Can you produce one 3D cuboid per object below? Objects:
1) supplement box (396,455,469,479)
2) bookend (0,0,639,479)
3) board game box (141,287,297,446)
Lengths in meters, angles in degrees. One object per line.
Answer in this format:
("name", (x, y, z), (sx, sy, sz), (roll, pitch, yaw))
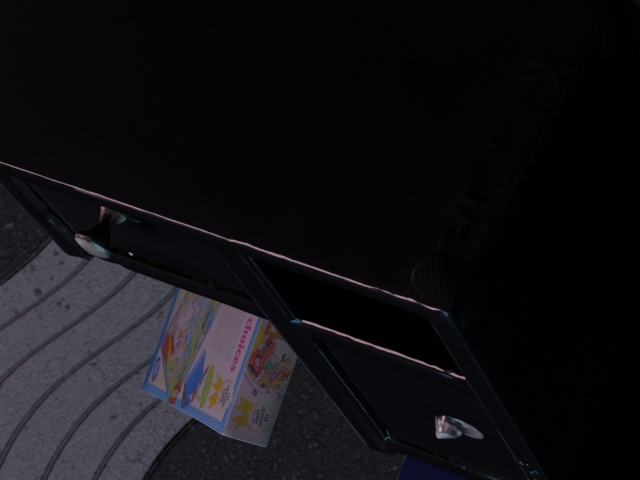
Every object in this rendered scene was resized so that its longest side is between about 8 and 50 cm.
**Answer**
("supplement box", (0.223, 0.126, 0.862), (0.194, 0.195, 0.356), (18, 178, 42))
("bookend", (0.000, 0.000, 0.421), (0.157, 0.072, 0.156), (19, 159, 30))
("board game box", (-0.035, 0.017, 0.929), (0.026, 0.154, 0.103), (20, 179, -29))
